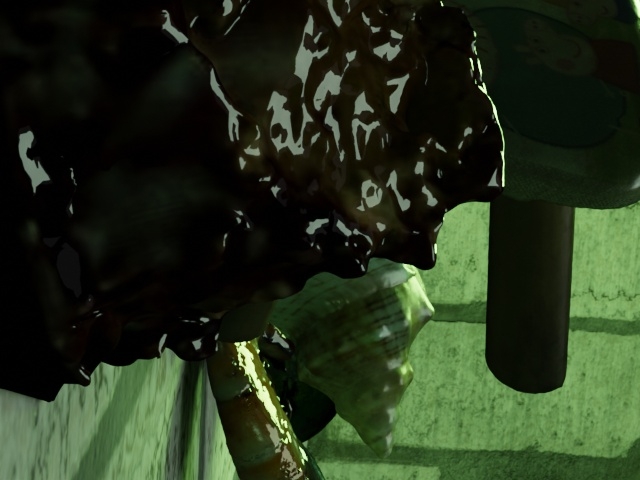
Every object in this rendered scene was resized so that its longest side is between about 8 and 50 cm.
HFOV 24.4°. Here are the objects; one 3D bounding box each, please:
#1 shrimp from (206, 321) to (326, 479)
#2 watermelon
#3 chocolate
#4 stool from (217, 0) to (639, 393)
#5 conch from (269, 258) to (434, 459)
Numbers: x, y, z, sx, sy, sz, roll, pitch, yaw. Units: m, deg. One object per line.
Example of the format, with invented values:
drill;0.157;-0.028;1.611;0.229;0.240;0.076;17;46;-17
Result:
shrimp;-0.027;0.158;1.150;0.222;0.054;0.290;-99;165;-68
watermelon;-0.043;0.123;1.572;0.129;0.123;0.301;43;-41;50
chocolate;-0.018;-0.051;0.548;0.206;0.177;0.224;81;12;-80
stool;0.058;-0.080;1.039;0.310;0.310;0.226;-82;-175;-49
conch;-0.011;0.007;1.298;0.386;0.170;0.203;61;-22;-2
